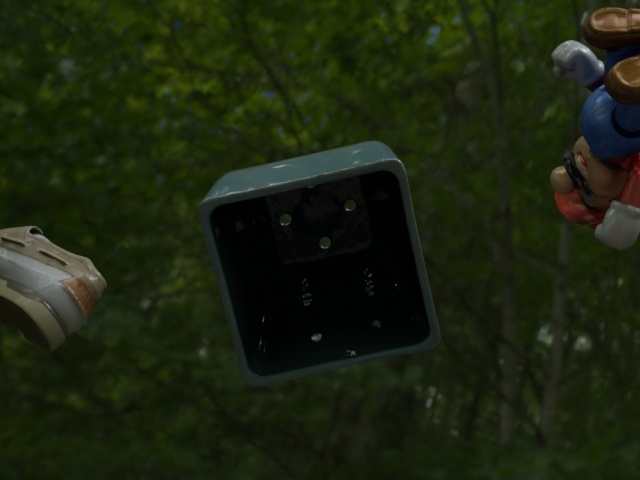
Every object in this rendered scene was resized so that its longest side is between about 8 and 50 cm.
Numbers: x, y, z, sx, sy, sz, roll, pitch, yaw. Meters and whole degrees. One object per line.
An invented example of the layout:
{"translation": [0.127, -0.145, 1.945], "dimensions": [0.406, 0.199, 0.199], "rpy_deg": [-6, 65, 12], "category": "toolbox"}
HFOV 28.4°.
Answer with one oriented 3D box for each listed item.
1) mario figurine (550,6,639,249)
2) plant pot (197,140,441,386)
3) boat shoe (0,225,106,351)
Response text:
{"translation": [0.333, -0.119, 1.528], "dimensions": [0.170, 0.198, 0.321], "rpy_deg": [18, -32, 19], "category": "mario figurine"}
{"translation": [0.000, 0.000, 1.607], "dimensions": [0.247, 0.252, 0.248], "rpy_deg": [-12, -70, 4], "category": "plant pot"}
{"translation": [-0.365, 0.040, 1.542], "dimensions": [0.302, 0.103, 0.113], "rpy_deg": [27, -32, 44], "category": "boat shoe"}
